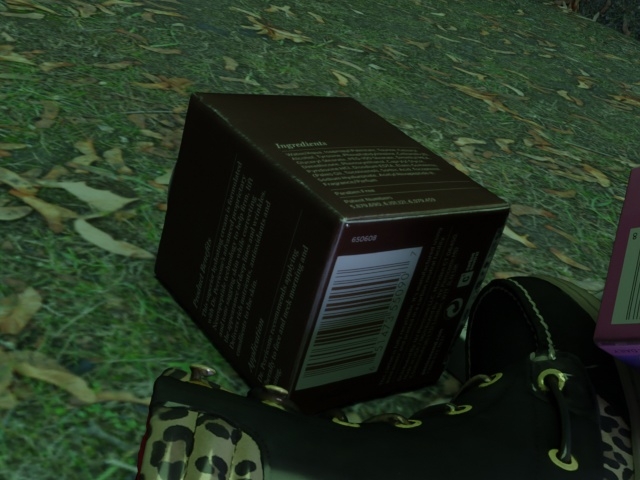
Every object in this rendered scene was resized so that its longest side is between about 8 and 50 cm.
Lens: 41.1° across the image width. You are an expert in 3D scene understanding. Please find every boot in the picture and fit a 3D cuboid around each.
[{"bbox_3d":[0.042,0.124,0.487,0.284,0.138,0.377,14,37,-7],"label":"boot"}]

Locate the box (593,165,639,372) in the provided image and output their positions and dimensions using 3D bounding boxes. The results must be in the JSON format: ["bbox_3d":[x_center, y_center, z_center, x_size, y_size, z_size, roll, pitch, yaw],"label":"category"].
[{"bbox_3d":[0.313,0.048,0.450,0.243,0.117,0.214,31,-24,-27],"label":"box"}]

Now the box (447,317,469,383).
[{"bbox_3d":[0.196,0.098,0.745,0.186,0.038,0.145,-9,37,-40],"label":"box"}]

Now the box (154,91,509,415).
[{"bbox_3d":[0.000,0.000,0.667,0.167,0.168,0.203,-7,36,-38],"label":"box"}]

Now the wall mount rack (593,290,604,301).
[{"bbox_3d":[0.352,0.113,0.692,0.304,0.130,0.350,55,42,-5],"label":"wall mount rack"}]
